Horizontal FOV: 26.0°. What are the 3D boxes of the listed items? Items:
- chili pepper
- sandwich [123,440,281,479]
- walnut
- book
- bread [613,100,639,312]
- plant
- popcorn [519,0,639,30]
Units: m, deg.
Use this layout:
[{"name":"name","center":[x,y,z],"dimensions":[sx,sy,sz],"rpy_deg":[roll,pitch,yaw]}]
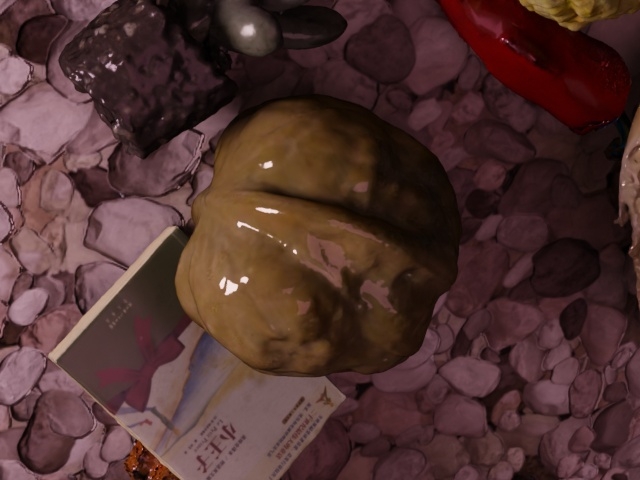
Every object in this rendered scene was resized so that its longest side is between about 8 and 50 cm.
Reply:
[{"name":"chili pepper","center":[0.240,-0.208,1.513],"dimensions":[0.387,0.110,0.110],"rpy_deg":[33,99,-30]},{"name":"sandwich","center":[-0.134,0.268,1.588],"dimensions":[0.159,0.079,0.235],"rpy_deg":[-26,117,-6]},{"name":"walnut","center":[-0.001,0.002,1.419],"dimensions":[0.277,0.253,0.282],"rpy_deg":[20,106,-30]},{"name":"book","center":[-0.128,0.150,1.510],"dimensions":[0.289,0.026,0.201],"rpy_deg":[45,75,-18]},{"name":"bread","center":[0.473,-0.034,1.612],"dimensions":[0.329,0.245,0.424],"rpy_deg":[-25,123,-7]},{"name":"plant","center":[-0.111,-0.203,1.335],"dimensions":[0.274,0.149,0.146],"rpy_deg":[-34,124,-8]},{"name":"popcorn","center":[0.272,-0.335,1.393],"dimensions":[0.195,0.255,0.256],"rpy_deg":[20,76,10]}]
